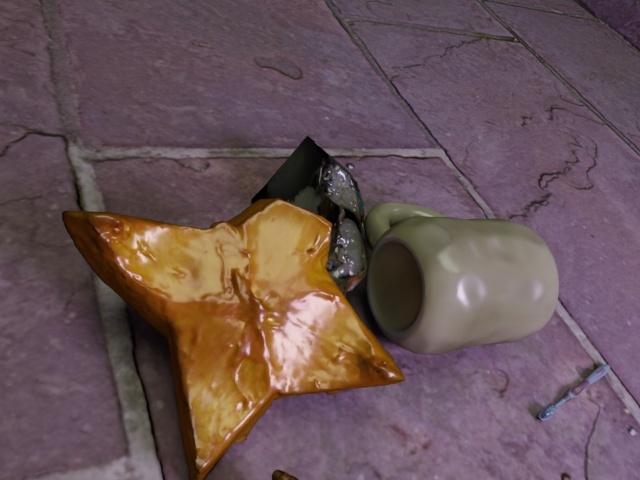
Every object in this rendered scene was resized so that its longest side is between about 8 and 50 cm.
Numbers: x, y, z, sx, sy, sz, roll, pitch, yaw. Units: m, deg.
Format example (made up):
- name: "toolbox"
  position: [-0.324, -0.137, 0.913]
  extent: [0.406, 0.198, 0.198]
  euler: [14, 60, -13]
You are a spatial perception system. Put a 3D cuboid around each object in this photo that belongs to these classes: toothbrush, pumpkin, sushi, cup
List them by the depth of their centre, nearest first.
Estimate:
- name: "pumpkin"
  position: [-0.077, 0.067, 0.567]
  extent: [0.258, 0.095, 0.290]
  euler: [-23, 89, -23]
- name: "cup"
  position: [0.168, 0.020, 0.738]
  extent: [0.202, 0.173, 0.255]
  euler: [-1, 59, -28]
- name: "sushi"
  position: [0.015, -0.005, 0.753]
  extent: [0.109, 0.134, 0.272]
  euler: [26, 27, -42]
- name: "toothbrush"
  position: [0.360, 0.208, 0.770]
  extent: [0.193, 0.019, 0.013]
  euler: [-15, 56, -37]

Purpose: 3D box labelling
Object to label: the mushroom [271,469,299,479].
- name: "mushroom"
  position: [-0.014, 0.351, 0.375]
  extent: [0.208, 0.232, 0.302]
  euler: [12, 15, 20]
